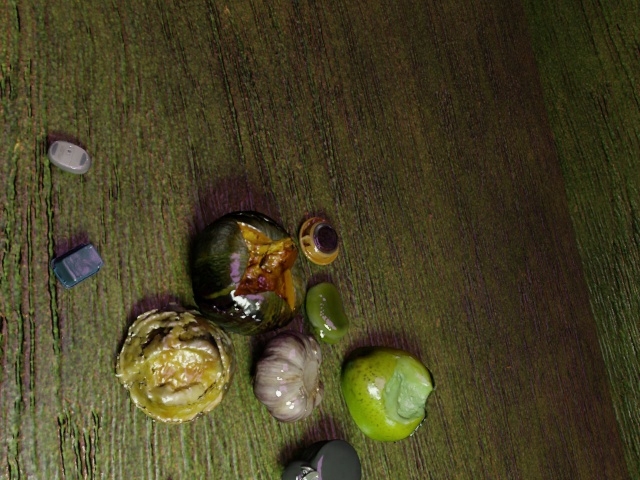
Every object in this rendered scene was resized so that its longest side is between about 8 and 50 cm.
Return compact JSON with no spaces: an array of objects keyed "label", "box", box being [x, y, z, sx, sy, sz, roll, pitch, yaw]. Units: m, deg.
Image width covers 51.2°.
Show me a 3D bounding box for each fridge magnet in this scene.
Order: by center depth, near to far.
[{"label":"fridge magnet","box":[0.000,0.000,1.924,0.143,0.063,0.142,13,68,-35]}]

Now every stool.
[{"label":"stool","box":[-0.006,0.580,1.703,0.228,0.139,0.153,30,59,-30]}]

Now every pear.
[{"label":"pear","box":[0.184,0.406,1.909,0.293,0.159,0.292,12,69,-35]}]

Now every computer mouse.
[{"label":"computer mouse","box":[-0.566,-0.185,1.503,0.096,0.039,0.065,22,63,-26]}]

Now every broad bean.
[{"label":"broad bean","box":[0.015,0.205,1.876,0.124,0.082,0.174,-19,80,-43]}]

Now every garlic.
[{"label":"garlic","box":[-0.088,0.345,1.695,0.245,0.161,0.244,21,66,-59]}]

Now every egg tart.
[{"label":"egg tart","box":[-0.316,0.278,1.536,0.297,0.132,0.296,9,74,-33]}]

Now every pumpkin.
[{"label":"pumpkin","box":[-0.175,0.084,1.654,0.321,0.192,0.320,19,60,-37]}]

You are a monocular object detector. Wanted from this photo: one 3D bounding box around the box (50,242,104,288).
[{"label":"box","box":[-0.526,0.051,1.459,0.099,0.054,0.074,-38,102,-40]}]
